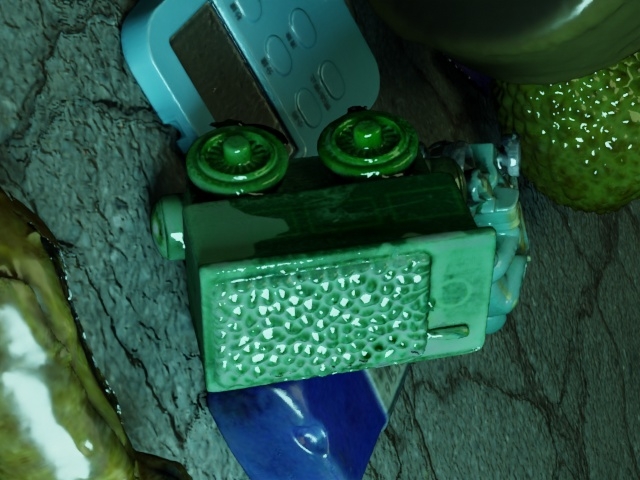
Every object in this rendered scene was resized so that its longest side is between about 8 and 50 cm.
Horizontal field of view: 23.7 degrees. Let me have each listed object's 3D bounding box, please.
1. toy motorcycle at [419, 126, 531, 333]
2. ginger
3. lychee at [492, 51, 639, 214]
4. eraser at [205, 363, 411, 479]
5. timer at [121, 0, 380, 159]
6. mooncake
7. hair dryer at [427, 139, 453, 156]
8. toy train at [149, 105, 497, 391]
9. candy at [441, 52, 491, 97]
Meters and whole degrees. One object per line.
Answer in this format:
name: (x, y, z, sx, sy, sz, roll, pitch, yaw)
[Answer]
toy motorcycle: (0.154, -0.007, 1.533, 0.296, 0.109, 0.198, 20, 69, -72)
ginger: (-0.189, 0.093, 1.017, 0.133, 0.107, 0.309, -89, 155, -75)
lychee: (0.355, -0.168, 1.957, 0.320, 0.270, 0.270, 29, 44, -14)
eraser: (0.014, 0.086, 1.380, 0.155, 0.101, 0.332, 62, 32, -25)
timer: (-0.059, -0.158, 1.388, 0.232, 0.091, 0.250, 59, 36, -26)
mooncake: (0.231, -0.377, 1.695, 0.246, 0.393, 0.394, 15, 86, -58)
hair dryer: (0.163, 0.023, 1.721, 0.219, 0.088, 0.225, 31, 63, -57)
toy train: (0.000, 0.000, 1.236, 0.202, 0.266, 0.145, -109, -166, -47)
candy: (0.189, -0.322, 1.929, 0.145, 0.070, 0.275, 38, 52, -37)
